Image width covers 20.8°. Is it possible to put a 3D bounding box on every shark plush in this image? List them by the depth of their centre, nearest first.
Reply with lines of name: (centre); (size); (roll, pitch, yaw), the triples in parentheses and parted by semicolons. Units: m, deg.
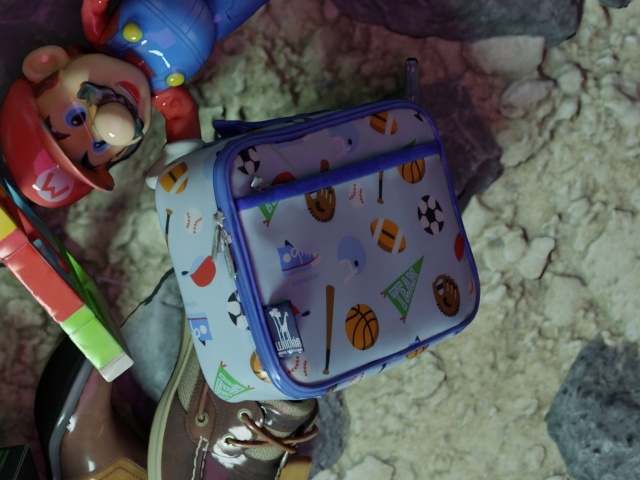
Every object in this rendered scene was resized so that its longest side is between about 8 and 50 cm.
shark plush: (0.093, -0.090, 1.636); (0.073, 0.067, 0.161); (6, 107, -19)

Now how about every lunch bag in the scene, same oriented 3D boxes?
lunch bag: (0.000, 0.000, 1.503); (0.303, 0.115, 0.243); (-17, 95, -47)

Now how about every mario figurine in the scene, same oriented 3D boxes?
mario figurine: (-0.137, -0.152, 1.481); (0.198, 0.170, 0.320); (41, 85, 8)

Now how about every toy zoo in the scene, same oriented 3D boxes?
toy zoo: (-0.272, -0.025, 1.477); (0.030, 0.192, 0.293); (-38, 116, -1)

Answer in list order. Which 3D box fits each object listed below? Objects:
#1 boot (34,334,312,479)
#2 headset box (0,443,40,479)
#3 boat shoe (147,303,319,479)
boot: (-0.135, 0.211, 1.660); (0.280, 0.096, 0.264); (9, 104, -22)
headset box: (-0.358, 0.334, 1.569); (0.283, 0.131, 0.246); (-8, 113, 6)
boat shoe: (-0.066, 0.149, 1.585); (0.123, 0.123, 0.342); (15, 83, -39)
